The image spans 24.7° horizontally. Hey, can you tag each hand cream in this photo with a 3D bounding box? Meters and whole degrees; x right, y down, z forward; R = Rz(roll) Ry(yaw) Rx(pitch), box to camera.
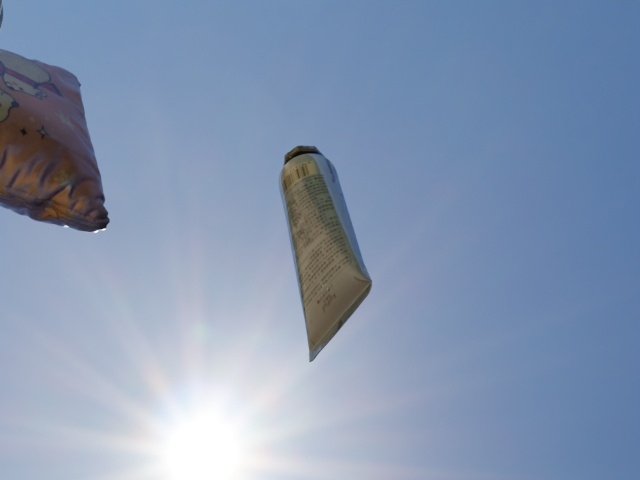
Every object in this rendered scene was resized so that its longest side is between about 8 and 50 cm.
[{"bbox_3d":[0.000,0.000,1.348,0.091,0.058,0.271,-49,-152,22],"label":"hand cream"}]

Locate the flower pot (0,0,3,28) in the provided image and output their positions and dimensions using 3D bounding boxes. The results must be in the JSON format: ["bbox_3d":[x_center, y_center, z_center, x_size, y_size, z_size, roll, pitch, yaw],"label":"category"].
[{"bbox_3d":[-0.508,-0.311,1.800,0.195,0.246,0.246,-38,-137,36],"label":"flower pot"}]

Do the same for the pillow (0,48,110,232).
[{"bbox_3d":[-0.282,-0.102,1.164,0.084,0.236,0.223,-58,-145,22],"label":"pillow"}]
